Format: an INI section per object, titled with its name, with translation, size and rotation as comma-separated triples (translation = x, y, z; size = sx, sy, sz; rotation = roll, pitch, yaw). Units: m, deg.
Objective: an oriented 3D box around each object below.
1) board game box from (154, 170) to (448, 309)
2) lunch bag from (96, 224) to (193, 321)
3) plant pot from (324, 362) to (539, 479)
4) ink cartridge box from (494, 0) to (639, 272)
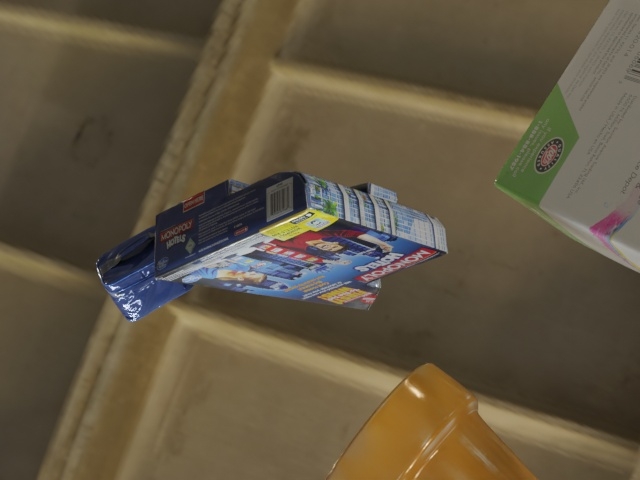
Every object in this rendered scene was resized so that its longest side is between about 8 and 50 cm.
[board game box]
translation = 0.000, 0.000, 1.168
size = 0.194, 0.194, 0.060
rotation = -22, -119, 44
[lunch bag]
translation = -0.184, 0.029, 1.531
size = 0.098, 0.065, 0.067
rotation = -31, -142, -2
[plant pot]
translation = 0.116, 0.246, 1.301
size = 0.188, 0.205, 0.205
rotation = 35, -85, 16
[ink cartridge box]
translation = 0.326, -0.055, 1.144
size = 0.207, 0.119, 0.353
rotation = -57, -145, 1
